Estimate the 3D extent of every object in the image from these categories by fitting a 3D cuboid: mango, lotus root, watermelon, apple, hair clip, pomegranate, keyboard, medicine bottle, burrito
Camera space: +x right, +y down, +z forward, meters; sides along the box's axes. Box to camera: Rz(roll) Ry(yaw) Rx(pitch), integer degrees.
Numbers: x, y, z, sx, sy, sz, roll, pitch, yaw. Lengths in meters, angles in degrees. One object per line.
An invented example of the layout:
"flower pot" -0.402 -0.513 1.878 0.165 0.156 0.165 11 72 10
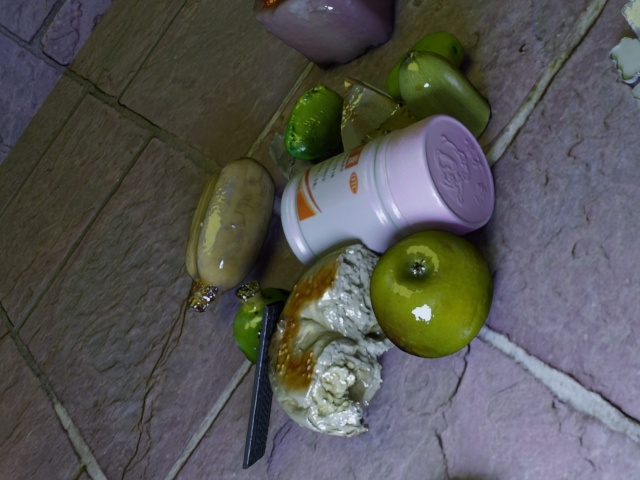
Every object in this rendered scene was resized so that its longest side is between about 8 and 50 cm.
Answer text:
"mango" 0.196 -0.320 1.848 0.163 0.089 0.117 -44 24 15
"lotus root" -0.186 -0.009 1.999 0.169 0.151 0.343 -23 48 58
"watermelon" 0.158 -0.182 1.776 0.075 0.092 0.181 -1 27 40
"apple" 0.165 0.076 1.499 0.196 0.157 0.196 -11 57 18
"hair clip" 0.513 -0.285 1.491 0.140 0.054 0.220 -33 43 21
"mango" -0.009 -0.230 1.987 0.178 0.119 0.100 -54 -8 -29
"pomegranate" -0.083 0.148 1.742 0.122 0.169 0.143 33 59 31
"keyboard" -0.106 0.290 1.652 0.041 0.103 0.381 16 97 15
"medicine bottle" 0.109 -0.070 1.655 0.316 0.202 0.202 -20 48 38
"burrito" -0.051 -0.162 2.036 0.087 0.060 0.226 -45 36 12

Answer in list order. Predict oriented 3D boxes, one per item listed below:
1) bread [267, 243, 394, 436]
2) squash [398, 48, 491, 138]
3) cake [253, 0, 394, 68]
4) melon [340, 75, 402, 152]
"bread" 0.013 0.179 1.589 0.192 0.171 0.314 -24 47 43
"squash" 0.206 -0.257 1.715 0.123 0.186 0.123 -28 39 25
"cake" 0.019 -0.556 2.133 0.237 0.230 0.309 -23 46 39
"melon" 0.095 -0.245 1.915 0.139 0.093 0.202 -7 62 34
